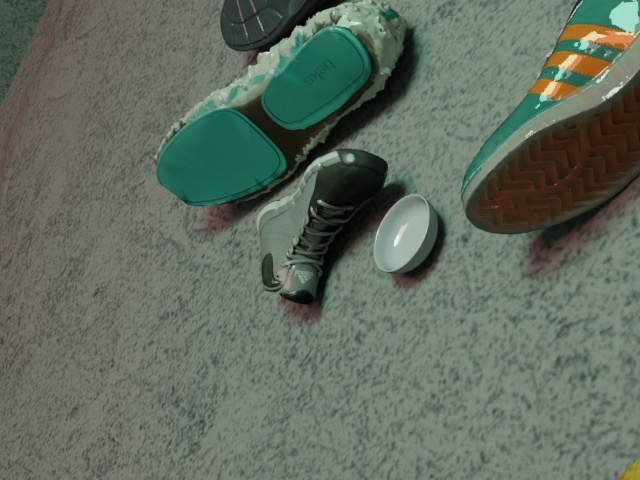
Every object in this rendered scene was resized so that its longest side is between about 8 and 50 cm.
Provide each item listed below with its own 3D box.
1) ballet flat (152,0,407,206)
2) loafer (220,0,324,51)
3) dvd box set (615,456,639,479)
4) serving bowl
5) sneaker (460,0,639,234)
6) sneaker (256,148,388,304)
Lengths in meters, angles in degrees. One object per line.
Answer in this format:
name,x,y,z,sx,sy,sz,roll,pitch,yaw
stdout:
ballet flat,-0.040,-0.164,1.433,0.409,0.147,0.147,-29,44,42
loafer,-0.027,-0.340,1.582,0.302,0.095,0.109,-31,73,51
dvd box set,0.293,0.198,0.642,0.420,0.062,0.307,-51,32,23
serving bowl,0.089,-0.003,1.163,0.083,0.027,0.083,-39,37,37
sneaker,0.231,-0.129,0.966,0.302,0.108,0.121,-41,35,21
sneaker,0.000,0.000,1.265,0.228,0.086,0.132,-38,42,54
